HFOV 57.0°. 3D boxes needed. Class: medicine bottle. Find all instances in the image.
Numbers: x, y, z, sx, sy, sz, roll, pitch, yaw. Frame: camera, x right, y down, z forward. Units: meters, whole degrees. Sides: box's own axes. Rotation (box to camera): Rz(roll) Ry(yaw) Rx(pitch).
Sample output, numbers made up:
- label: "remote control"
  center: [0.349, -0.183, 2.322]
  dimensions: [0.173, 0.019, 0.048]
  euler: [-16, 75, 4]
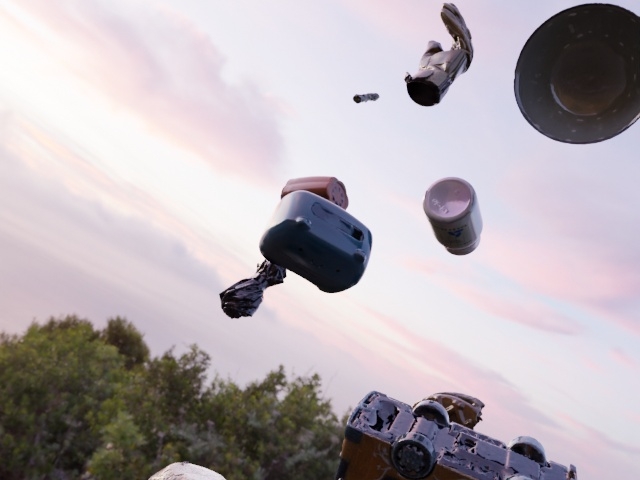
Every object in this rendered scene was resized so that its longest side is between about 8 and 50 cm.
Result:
- label: "medicine bottle"
  center: [0.433, -0.068, 1.895]
  dimensions: [0.170, 0.170, 0.293]
  euler: [20, -15, 29]

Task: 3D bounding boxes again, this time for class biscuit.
- label: "biscuit"
  center: [0.373, 0.649, 1.842]
  dimensions: [0.268, 0.366, 0.115]
  euler: [10, 3, 40]

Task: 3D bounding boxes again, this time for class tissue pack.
- label: "tissue pack"
  center: [0.000, 0.000, 1.564]
  dimensions: [0.287, 0.198, 0.206]
  euler: [32, -39, -15]

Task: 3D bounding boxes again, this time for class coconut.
- label: "coconut"
  center: [-0.315, 0.639, 1.329]
  dimensions: [0.227, 0.230, 0.227]
  euler: [20, -8, 3]

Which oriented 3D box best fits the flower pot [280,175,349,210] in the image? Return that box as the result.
- label: "flower pot"
  center: [-0.009, -0.133, 1.951]
  dimensions: [0.173, 0.190, 0.191]
  euler: [-13, -33, 32]

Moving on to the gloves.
- label: "gloves"
  center: [0.335, -0.494, 1.571]
  dimensions: [0.141, 0.331, 0.154]
  euler: [24, -25, 9]

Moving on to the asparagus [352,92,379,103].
- label: "asparagus"
  center: [0.156, -0.473, 1.952]
  dimensions: [0.036, 0.030, 0.165]
  euler: [12, 21, 31]

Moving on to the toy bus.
- label: "toy bus"
  center: [0.186, 0.367, 0.862]
  dimensions: [0.324, 0.194, 0.162]
  euler: [17, 13, 18]

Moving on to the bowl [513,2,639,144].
- label: "bowl"
  center: [0.677, -0.413, 1.494]
  dimensions: [0.337, 0.337, 0.157]
  euler: [21, 18, 27]

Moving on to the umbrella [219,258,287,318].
- label: "umbrella"
  center: [-0.171, 0.114, 1.819]
  dimensions: [0.118, 0.340, 0.118]
  euler: [27, -38, 24]
